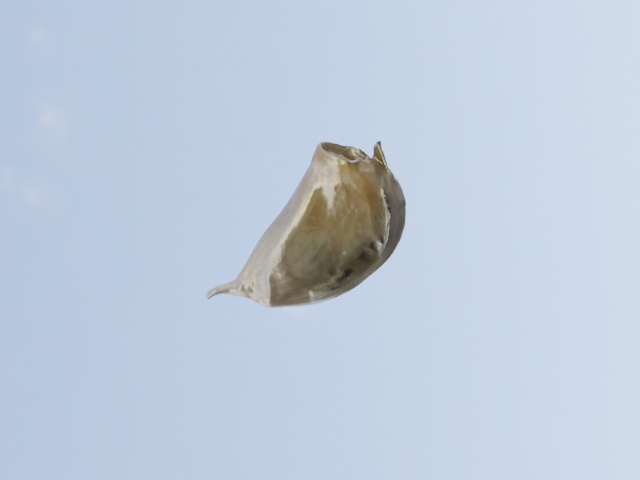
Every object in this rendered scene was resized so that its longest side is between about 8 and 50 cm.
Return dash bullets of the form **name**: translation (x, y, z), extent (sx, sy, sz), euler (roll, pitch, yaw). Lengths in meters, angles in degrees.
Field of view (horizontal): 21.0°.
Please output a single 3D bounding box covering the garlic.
- **garlic**: translation (0.003, -0.001, 1.147), extent (0.152, 0.084, 0.066), euler (-54, -2, 20)
